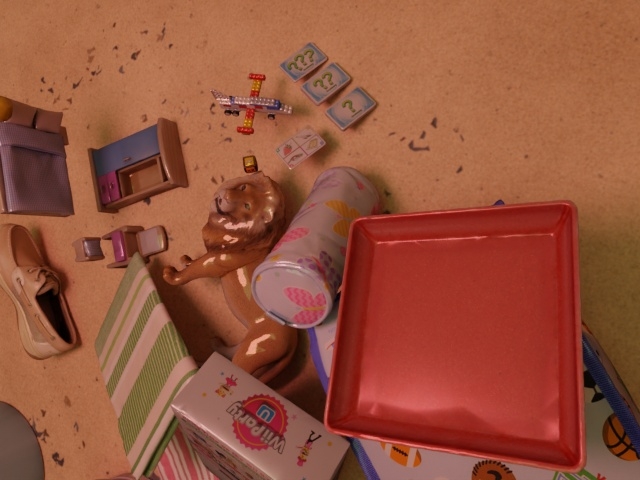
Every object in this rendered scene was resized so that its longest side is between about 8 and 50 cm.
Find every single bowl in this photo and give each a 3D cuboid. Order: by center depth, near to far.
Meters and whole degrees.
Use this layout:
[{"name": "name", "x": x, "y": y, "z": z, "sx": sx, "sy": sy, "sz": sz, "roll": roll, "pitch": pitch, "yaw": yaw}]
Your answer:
[{"name": "bowl", "x": -0.785, "y": 0.528, "z": 1.084, "sx": 0.311, "sy": 0.163, "sz": 0.312, "roll": -1, "pitch": 87, "yaw": 23}]

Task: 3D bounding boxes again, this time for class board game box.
[{"name": "board game box", "x": -0.085, "y": 0.321, "z": 0.733, "sx": 0.224, "sy": 0.303, "sz": 0.097, "roll": 29, "pitch": 57, "yaw": 17}]

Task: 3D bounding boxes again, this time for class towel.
[{"name": "towel", "x": -0.321, "y": 0.213, "z": 0.889, "sx": 0.325, "sy": 0.038, "sz": 0.248, "roll": 47, "pitch": 115, "yaw": 41}, {"name": "towel", "x": -0.239, "y": 0.406, "z": 0.933, "sx": 0.197, "sy": 0.029, "sz": 0.144, "roll": -30, "pitch": 76, "yaw": 19}]

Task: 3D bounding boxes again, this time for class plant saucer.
[{"name": "plant saucer", "x": 0.141, "y": 0.091, "z": 0.540, "sx": 0.258, "sy": 0.047, "sz": 0.259, "roll": -3, "pitch": 67, "yaw": 30}]

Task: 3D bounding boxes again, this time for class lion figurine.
[{"name": "lion figurine", "x": -0.122, "y": 0.095, "z": 0.858, "sx": 0.240, "sy": 0.142, "sz": 0.393, "roll": -20, "pitch": 95, "yaw": 13}]

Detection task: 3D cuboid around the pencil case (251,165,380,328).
[{"name": "pencil case", "x": 0.000, "y": 0.000, "z": 0.722, "sx": 0.113, "sy": 0.273, "sz": 0.124, "roll": 42, "pitch": 129, "yaw": -11}]

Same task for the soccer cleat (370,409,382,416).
[{"name": "soccer cleat", "x": 0.084, "y": 0.209, "z": 0.570, "sx": 0.083, "sy": 0.029, "sz": 0.036, "roll": -14, "pitch": 65, "yaw": 24}]

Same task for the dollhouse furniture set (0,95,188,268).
[{"name": "dollhouse furniture set", "x": -0.411, "y": -0.105, "z": 0.876, "sx": 0.198, "sy": 0.303, "sz": 0.287, "roll": -16, "pitch": 82, "yaw": 22}]

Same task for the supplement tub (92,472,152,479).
[{"name": "supplement tub", "x": -0.431, "y": 0.564, "z": 0.843, "sx": 0.240, "sy": 0.331, "sz": 0.241, "roll": -1, "pitch": 88, "yaw": 22}]

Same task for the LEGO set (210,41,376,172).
[{"name": "LEGO set", "x": -0.057, "y": -0.223, "z": 0.822, "sx": 0.244, "sy": 0.060, "sz": 0.182, "roll": -38, "pitch": 73, "yaw": -9}]

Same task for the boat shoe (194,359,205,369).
[{"name": "boat shoe", "x": -0.299, "y": 0.250, "z": 0.941, "sx": 0.219, "sy": 0.070, "sz": 0.078, "roll": 5, "pitch": 90, "yaw": 23}]

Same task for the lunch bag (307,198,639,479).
[{"name": "lunch bag", "x": 0.199, "y": 0.184, "z": 0.653, "sx": 0.327, "sy": 0.239, "sz": 0.386, "roll": -33, "pitch": 83, "yaw": 20}]

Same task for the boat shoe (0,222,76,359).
[{"name": "boat shoe", "x": -0.602, "y": 0.098, "z": 1.058, "sx": 0.098, "sy": 0.109, "sz": 0.303, "roll": -20, "pitch": 86, "yaw": 15}]
